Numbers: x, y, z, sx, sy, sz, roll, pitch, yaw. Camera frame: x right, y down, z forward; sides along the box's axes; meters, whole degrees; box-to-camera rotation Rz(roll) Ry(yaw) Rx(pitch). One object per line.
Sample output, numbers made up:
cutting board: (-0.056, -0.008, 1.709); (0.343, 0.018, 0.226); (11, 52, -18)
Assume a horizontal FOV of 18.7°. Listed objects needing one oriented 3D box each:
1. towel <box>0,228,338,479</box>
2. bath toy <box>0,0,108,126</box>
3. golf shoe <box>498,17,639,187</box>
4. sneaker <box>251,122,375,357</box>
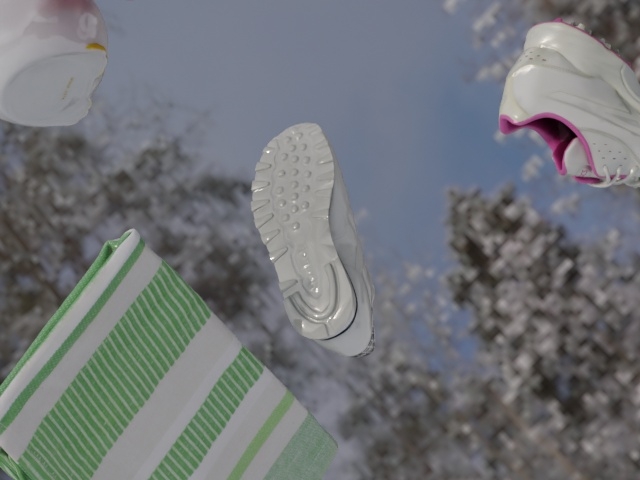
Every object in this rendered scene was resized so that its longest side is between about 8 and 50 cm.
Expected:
towel: (-0.136, 0.178, 1.724); (0.325, 0.038, 0.248); (49, -119, -29)
bath toy: (-0.128, -0.228, 1.230); (0.151, 0.129, 0.348); (3, -48, -43)
golf shoe: (0.316, -0.093, 1.997); (0.140, 0.306, 0.115); (-56, 0, -19)
sneaker: (0.000, 0.000, 1.841); (0.090, 0.235, 0.095); (-20, -28, 24)
